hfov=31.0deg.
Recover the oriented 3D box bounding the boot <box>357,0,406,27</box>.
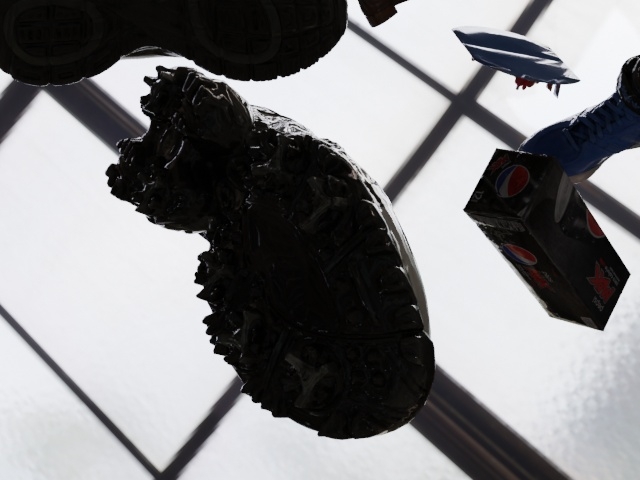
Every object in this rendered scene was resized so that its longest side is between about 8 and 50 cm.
[{"bbox_3d":[0.057,-0.282,1.125,0.106,0.037,0.114,-45,-65,-30],"label":"boot"}]

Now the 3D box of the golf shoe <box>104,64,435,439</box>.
[{"bbox_3d":[0.000,0.000,0.400,0.094,0.198,0.077,22,-72,-36],"label":"golf shoe"}]

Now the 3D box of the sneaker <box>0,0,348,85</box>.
[{"bbox_3d":[-0.121,-0.192,0.935,0.286,0.130,0.109,0,-67,-6],"label":"sneaker"}]

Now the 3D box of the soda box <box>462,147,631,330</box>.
[{"bbox_3d":[0.176,0.001,0.880,0.169,0.053,0.060,45,-112,-44],"label":"soda box"}]

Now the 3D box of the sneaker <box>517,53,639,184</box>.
[{"bbox_3d":[0.220,-0.096,0.870,0.152,0.058,0.084,-17,-31,-6],"label":"sneaker"}]

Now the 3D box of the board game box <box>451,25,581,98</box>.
[{"bbox_3d":[0.225,-0.208,1.373,0.133,0.169,0.033,7,-62,-16],"label":"board game box"}]
